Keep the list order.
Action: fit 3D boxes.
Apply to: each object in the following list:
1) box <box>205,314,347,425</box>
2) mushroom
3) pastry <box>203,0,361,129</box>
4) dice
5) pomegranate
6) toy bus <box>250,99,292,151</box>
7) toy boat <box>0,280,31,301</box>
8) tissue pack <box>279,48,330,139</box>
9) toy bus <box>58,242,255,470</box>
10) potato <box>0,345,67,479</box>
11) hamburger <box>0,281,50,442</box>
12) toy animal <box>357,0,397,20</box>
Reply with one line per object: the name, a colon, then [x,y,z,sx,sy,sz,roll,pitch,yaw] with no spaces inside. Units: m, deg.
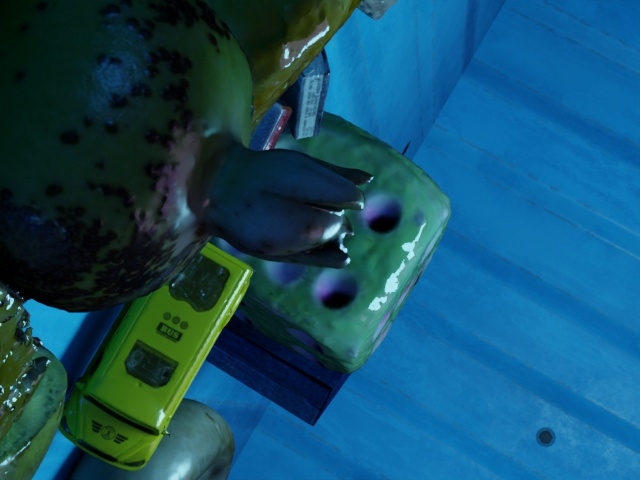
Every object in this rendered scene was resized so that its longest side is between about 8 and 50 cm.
box: [-0.062,0.167,2.180,0.261,0.279,0.116,-48,166,-52]
mushroom: [-0.255,0.435,1.914,0.362,0.295,0.362,-56,170,-15]
pastry: [-0.094,-0.207,1.234,0.311,0.162,0.255,-50,-173,10]
dice: [0.000,0.000,1.864,0.318,0.322,0.330,-58,170,-12]
pomegranate: [-0.128,-0.060,0.935,0.285,0.341,0.284,23,90,-83]
toy bus: [-0.111,-0.119,1.670,0.192,0.077,0.065,-63,167,11]
toy boat: [-0.287,0.023,1.102,0.246,0.103,0.093,-56,171,-8]
tissue pack: [-0.028,-0.232,1.685,0.051,0.112,0.156,-12,153,-14]
toy bus: [-0.221,0.149,1.594,0.330,0.144,0.152,-60,-173,-5]
potato: [-0.367,0.230,1.202,0.298,0.141,0.176,-64,-174,-25]
hamburger: [-0.319,0.083,0.886,0.192,0.168,0.288,-58,171,-22]
toy animal: [0.073,-0.440,1.338,0.358,0.188,0.226,102,8,-55]
